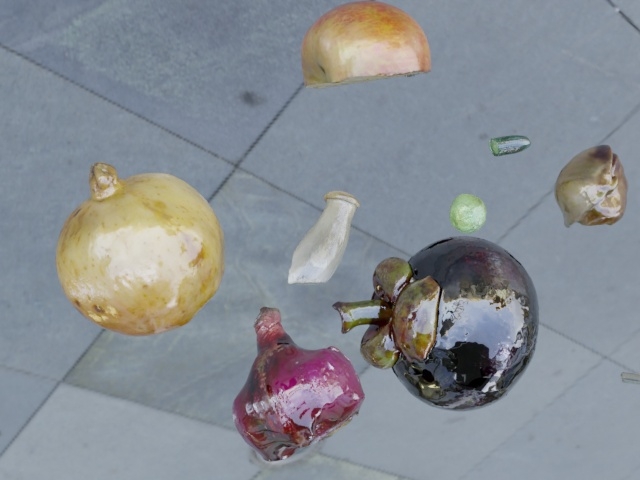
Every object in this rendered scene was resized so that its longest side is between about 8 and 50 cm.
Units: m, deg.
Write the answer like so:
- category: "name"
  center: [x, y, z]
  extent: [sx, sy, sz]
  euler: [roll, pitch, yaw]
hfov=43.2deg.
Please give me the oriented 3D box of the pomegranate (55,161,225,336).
- category: "pomegranate"
  center: [-0.410, 0.008, 1.819]
  extent: [0.410, 0.410, 0.410]
  euler: [-10, 132, -11]

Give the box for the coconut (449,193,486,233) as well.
- category: "coconut"
  center: [0.330, -0.061, 1.812]
  extent: [0.088, 0.096, 0.087]
  euler: [10, 120, 18]

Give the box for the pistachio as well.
- category: "pistachio"
  center: [0.495, -0.099, 1.476]
  extent: [0.131, 0.210, 0.165]
  euler: [27, 121, -2]

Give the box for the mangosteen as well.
- category: "mangosteen"
  center: [0.136, 0.094, 0.970]
  extent: [0.250, 0.211, 0.211]
  euler: [10, 127, -12]

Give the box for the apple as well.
- category: "apple"
  center: [0.091, -0.408, 1.672]
  extent: [0.251, 0.293, 0.163]
  euler: [-11, 101, -20]

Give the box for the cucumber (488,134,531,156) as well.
- category: "cucumber"
  center: [0.472, -0.238, 1.996]
  extent: [0.105, 0.048, 0.048]
  euler: [-11, 132, -11]

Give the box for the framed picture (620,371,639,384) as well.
- category: "framed picture"
  center: [0.695, 0.270, 1.485]
  extent: [0.260, 0.189, 0.023]
  euler: [13, 82, -44]

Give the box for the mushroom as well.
- category: "mushroom"
  center: [0.005, 0.009, 1.752]
  extent: [0.108, 0.096, 0.247]
  euler: [38, 70, -22]

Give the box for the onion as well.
- category: "onion"
  center: [-0.102, 0.394, 2.316]
  extent: [0.398, 0.420, 0.398]
  euler: [-29, 175, -3]
